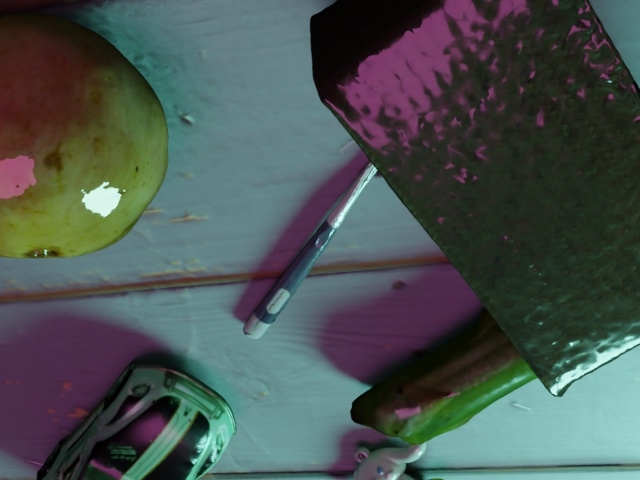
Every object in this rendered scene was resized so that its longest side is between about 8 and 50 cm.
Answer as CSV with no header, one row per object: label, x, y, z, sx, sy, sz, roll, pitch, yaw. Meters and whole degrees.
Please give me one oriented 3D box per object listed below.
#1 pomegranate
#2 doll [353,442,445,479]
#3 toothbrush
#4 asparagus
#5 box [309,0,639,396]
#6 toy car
pomegranate,-0.210,-0.077,0.528,0.191,0.191,0.191,5,124,7
doll,0.087,0.264,0.782,0.113,0.071,0.135,24,119,16
toothbrush,0.000,0.000,0.639,0.024,0.026,0.288,34,123,-4
asparagus,0.169,0.099,0.647,0.343,0.082,0.085,-37,74,27
box,0.127,-0.063,0.469,0.143,0.184,0.273,-34,113,16
toy car,-0.222,0.261,0.790,0.136,0.125,0.306,37,123,-14
